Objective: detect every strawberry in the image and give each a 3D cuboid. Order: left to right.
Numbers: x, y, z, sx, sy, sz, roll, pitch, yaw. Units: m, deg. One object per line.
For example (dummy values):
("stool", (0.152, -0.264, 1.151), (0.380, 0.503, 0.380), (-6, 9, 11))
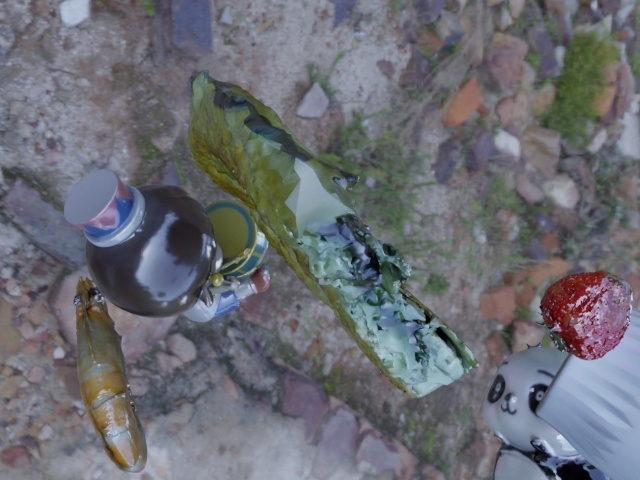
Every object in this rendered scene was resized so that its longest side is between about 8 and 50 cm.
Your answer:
("strawberry", (0.299, 0.081, 0.805), (0.106, 0.106, 0.106), (-15, 111, -44))

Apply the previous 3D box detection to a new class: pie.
("pie", (0.000, 0.000, 0.629), (0.078, 0.296, 0.371), (-43, 144, -6))

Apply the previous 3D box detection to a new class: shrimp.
("shrimp", (-0.282, 0.180, 0.984), (0.063, 0.287, 0.152), (-21, 147, -4))

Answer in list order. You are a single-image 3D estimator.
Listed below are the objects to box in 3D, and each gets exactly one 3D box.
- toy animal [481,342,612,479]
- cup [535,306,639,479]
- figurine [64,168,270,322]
("toy animal", (0.431, 0.356, 1.368), (0.251, 0.251, 0.310), (-6, 97, -46))
("cup", (0.510, 0.257, 0.997), (0.253, 0.371, 0.253), (-47, 157, -28))
("figurine", (-0.166, 0.009, 0.816), (0.158, 0.161, 0.275), (-65, 160, 0))
